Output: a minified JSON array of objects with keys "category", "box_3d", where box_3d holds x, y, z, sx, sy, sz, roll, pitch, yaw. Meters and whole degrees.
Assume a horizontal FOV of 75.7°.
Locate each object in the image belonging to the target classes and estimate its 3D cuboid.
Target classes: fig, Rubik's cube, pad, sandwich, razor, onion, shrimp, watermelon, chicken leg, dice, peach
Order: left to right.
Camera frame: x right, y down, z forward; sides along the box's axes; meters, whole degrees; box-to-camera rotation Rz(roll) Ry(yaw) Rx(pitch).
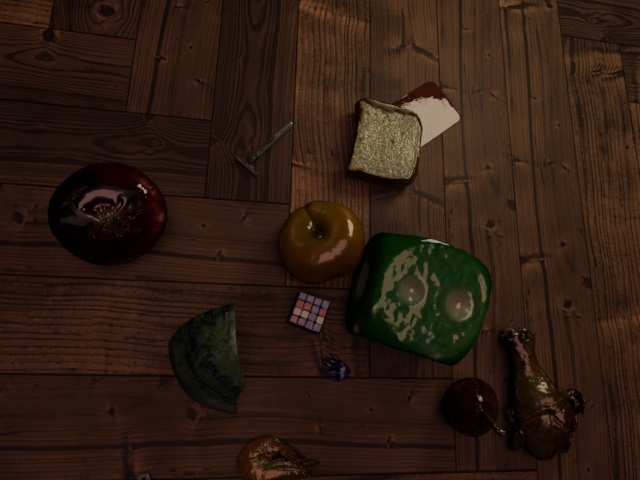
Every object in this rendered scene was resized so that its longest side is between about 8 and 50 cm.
[{"category":"onion","box_3d":[-0.548,-0.077,1.079,0.273,0.285,0.272,-11,117,-22]},{"category":"watermelon","box_3d":[-0.270,0.317,1.049,0.176,0.256,0.259,14,60,-52]},{"category":"razor","box_3d":[-0.157,-0.296,1.260,0.084,0.036,0.211,42,75,-1]},{"category":"shrimp","box_3d":[-0.106,0.574,1.068,0.217,0.051,0.115,6,75,-6]},{"category":"Rubik's cube","box_3d":[-0.035,0.200,1.139,0.092,0.092,0.092,22,74,-4]},{"category":"peach","box_3d":[0.000,0.000,1.151,0.252,0.153,0.251,-6,52,7]},{"category":"sandwich","box_3d":[0.201,-0.302,1.293,0.227,0.087,0.250,10,79,-4]},{"category":"dice","box_3d":[0.246,0.151,1.093,0.300,0.297,0.286,19,77,-5]},{"category":"pad","box_3d":[0.333,-0.416,1.384,0.267,0.004,0.181,-36,85,-14]},{"category":"fig","box_3d":[0.406,0.458,1.122,0.149,0.202,0.148,-35,68,20]},{"category":"chicken leg","box_3d":[0.635,0.434,1.174,0.212,0.140,0.360,1,81,-1]}]

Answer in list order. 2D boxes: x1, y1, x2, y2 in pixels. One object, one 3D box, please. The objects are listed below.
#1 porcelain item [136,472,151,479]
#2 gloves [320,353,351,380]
[{"category":"porcelain item","box_3d":[-0.422,0.609,1.019,0.083,0.028,0.036,42,58,3]},{"category":"gloves","box_3d":[0.040,0.360,1.150,0.086,0.026,0.064,36,77,0]}]
